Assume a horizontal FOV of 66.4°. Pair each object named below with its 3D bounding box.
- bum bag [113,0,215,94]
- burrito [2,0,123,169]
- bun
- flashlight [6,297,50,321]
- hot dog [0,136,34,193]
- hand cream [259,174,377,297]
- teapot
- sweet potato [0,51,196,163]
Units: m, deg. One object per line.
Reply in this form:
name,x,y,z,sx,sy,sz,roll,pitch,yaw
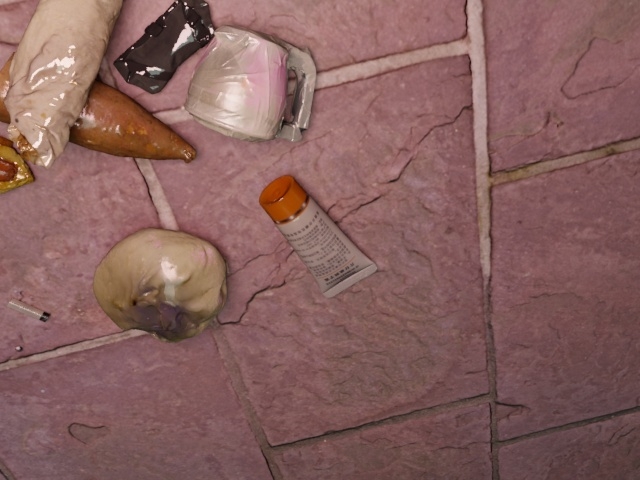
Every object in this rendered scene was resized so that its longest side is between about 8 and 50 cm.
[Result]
bum bag,-0.261,-0.330,0.828,0.197,0.049,0.087,-38,112,14
burrito,-0.375,-0.302,0.727,0.117,0.076,0.393,19,85,-3
bun,-0.320,0.099,0.995,0.272,0.168,0.273,-1,124,-1
flashlight,-0.631,0.151,1.059,0.083,0.018,0.018,32,109,-23
hot dog,-0.650,-0.144,0.848,0.261,0.093,0.123,9,118,-13
hand cream,0.000,0.000,1.032,0.139,0.089,0.314,-29,123,9
teapot,-0.102,-0.261,0.828,0.221,0.163,0.178,16,108,-16
sweet potato,-0.375,-0.211,0.833,0.336,0.131,0.131,14,116,-16
